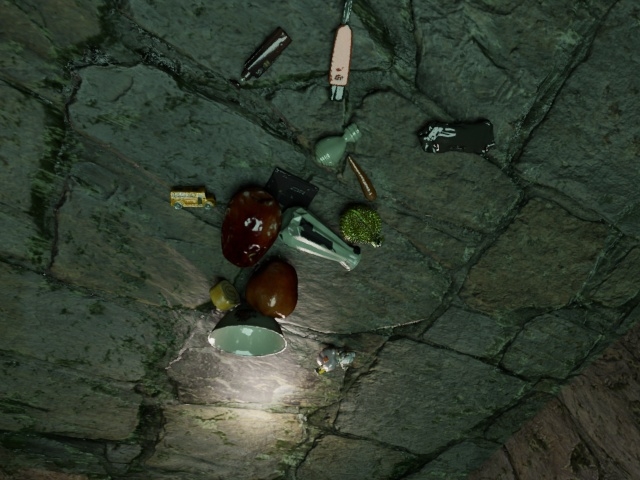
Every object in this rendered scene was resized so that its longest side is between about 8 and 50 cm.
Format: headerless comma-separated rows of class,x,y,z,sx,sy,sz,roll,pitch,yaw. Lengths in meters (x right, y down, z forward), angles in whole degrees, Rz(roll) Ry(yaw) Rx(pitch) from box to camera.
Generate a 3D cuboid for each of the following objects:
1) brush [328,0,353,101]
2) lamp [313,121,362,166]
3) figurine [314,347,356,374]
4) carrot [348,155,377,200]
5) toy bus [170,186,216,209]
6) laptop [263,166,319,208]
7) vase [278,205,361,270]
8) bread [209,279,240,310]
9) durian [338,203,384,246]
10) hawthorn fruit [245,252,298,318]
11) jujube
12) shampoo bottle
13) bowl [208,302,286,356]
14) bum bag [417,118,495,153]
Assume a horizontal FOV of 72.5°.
brush,0.072,-0.627,1.453,0.070,0.051,0.324,6,123,-6
lamp,0.062,-0.348,1.593,0.192,0.106,0.106,-35,121,1
figurine,0.067,0.584,2.156,0.228,0.112,0.138,-2,130,-24
carrot,0.162,-0.243,1.707,0.048,0.048,0.216,-29,117,8
toy bus,-0.472,-0.161,1.623,0.161,0.070,0.074,0,119,-9
laptop,-0.118,-0.189,1.702,0.197,0.016,0.135,24,115,-22
vase,0.000,0.000,1.761,0.360,0.165,0.165,29,112,-29
bread,-0.401,0.229,1.842,0.073,0.149,0.122,-31,79,10
durian,0.166,-0.064,1.757,0.198,0.146,0.159,12,91,-24
hawthorn fruit,-0.190,0.183,1.811,0.223,0.224,0.261,17,92,-20
jujube,-0.266,-0.044,1.649,0.222,0.223,0.318,15,126,-18
shampoo bottle,-0.196,-0.585,1.416,0.236,0.067,0.068,-41,128,15
bowl,-0.308,0.372,1.899,0.336,0.158,0.337,1,145,0
bum bag,0.521,-0.397,1.659,0.325,0.080,0.142,-2,129,-13
